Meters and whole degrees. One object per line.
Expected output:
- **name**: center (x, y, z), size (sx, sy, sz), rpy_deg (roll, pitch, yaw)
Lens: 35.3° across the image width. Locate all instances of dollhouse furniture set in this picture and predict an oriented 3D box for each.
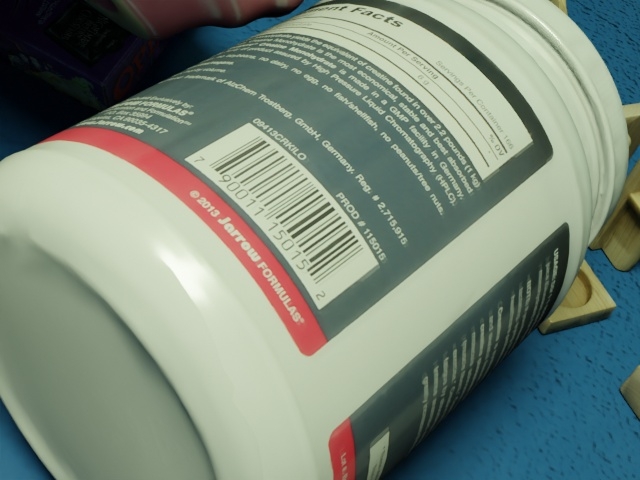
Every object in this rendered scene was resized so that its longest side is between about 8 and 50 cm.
- **dollhouse furniture set**: center (0.209, 0.017, 0.551), size (0.144, 0.123, 0.151), rpy_deg (-11, 54, -25)

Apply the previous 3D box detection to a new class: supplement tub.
- **supplement tub**: center (0.000, 0.000, 0.454), size (0.191, 0.191, 0.272), rpy_deg (40, 50, 18)

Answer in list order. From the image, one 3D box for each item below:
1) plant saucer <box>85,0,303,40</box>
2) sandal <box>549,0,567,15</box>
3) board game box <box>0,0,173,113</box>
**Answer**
- **plant saucer**: center (-0.147, -0.201, 0.448), size (0.332, 0.332, 0.084), rpy_deg (40, 89, 18)
- **sandal**: center (0.151, -0.097, 0.662), size (0.079, 0.088, 0.240), rpy_deg (27, 53, -29)
- **board game box**: center (-0.130, -0.264, 0.666), size (0.208, 0.056, 0.347), rpy_deg (29, 68, 4)
